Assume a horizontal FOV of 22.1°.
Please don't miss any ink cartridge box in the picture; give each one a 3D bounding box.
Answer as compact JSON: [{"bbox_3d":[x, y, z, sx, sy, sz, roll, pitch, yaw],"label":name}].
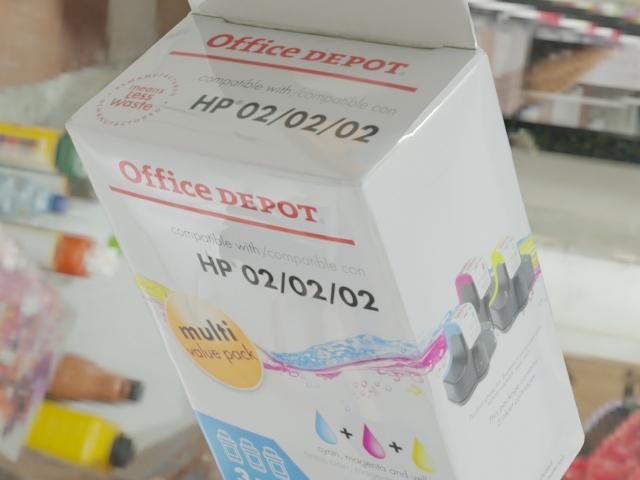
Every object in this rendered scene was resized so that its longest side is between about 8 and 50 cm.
[{"bbox_3d":[0.000,0.000,0.455,0.061,0.104,0.181,-47,133,-34],"label":"ink cartridge box"}]
